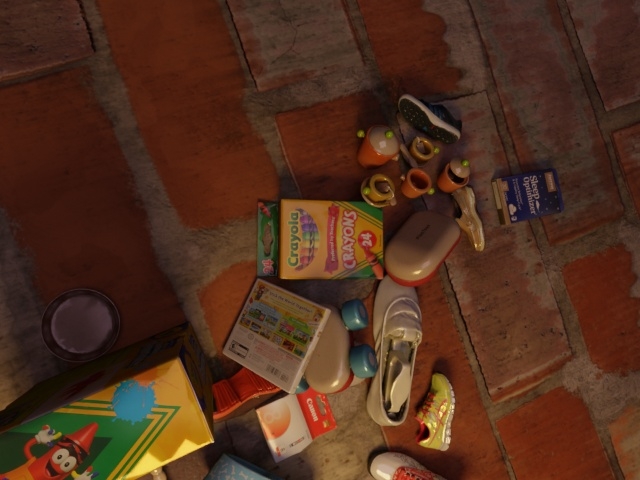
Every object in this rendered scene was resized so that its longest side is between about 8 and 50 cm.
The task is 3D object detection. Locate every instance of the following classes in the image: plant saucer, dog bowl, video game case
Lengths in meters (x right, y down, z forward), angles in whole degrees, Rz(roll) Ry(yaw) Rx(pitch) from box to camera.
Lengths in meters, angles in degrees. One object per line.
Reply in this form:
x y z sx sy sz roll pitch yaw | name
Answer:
-0.553 0.196 1.104 0.169 0.029 0.168 1 86 -13 | plant saucer
-0.126 0.592 1.117 0.297 0.166 0.074 31 69 -9 | dog bowl
-0.108 0.218 1.131 0.026 0.227 0.206 37 76 -54 | video game case

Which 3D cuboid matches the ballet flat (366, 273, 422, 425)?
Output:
0.203 0.279 1.221 0.139 0.139 0.399 9 85 -12 | ballet flat

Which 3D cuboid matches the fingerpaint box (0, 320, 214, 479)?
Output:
-0.406 0.326 0.917 0.371 0.445 0.163 -22 93 -14 | fingerpaint box

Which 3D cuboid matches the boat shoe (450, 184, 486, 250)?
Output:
0.405 -0.058 1.327 0.072 0.068 0.189 -13 80 -1 | boat shoe

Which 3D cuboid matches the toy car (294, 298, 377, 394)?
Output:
0.051 0.276 1.178 0.219 0.238 0.210 -21 61 22 | toy car

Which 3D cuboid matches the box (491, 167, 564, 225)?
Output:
0.617 -0.132 1.390 0.225 0.036 0.136 -12 90 -15 | box

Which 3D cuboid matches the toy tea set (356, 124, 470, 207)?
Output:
0.247 -0.206 1.231 0.336 0.124 0.199 -9 72 -25 | toy tea set

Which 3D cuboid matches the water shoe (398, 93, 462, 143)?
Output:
0.304 -0.347 1.322 0.203 0.073 0.080 33 58 -13 | water shoe

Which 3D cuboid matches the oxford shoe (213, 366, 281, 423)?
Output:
-0.167 0.361 1.165 0.272 0.098 0.097 -18 53 -26 | oxford shoe

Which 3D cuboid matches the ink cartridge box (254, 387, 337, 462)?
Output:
-0.058 0.451 1.196 0.179 0.045 0.145 -20 92 -11 | ink cartridge box

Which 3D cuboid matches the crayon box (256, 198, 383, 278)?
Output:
0.000 0.000 1.216 0.319 0.081 0.202 0 87 -13 | crayon box

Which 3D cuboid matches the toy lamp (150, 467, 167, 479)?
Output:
-0.345 0.612 1.105 0.080 0.080 0.274 -21 90 -13 | toy lamp

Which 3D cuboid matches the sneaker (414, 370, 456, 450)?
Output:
0.297 0.452 1.259 0.094 0.081 0.208 5 86 -11 | sneaker

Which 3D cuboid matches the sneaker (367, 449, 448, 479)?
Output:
0.259 0.626 1.206 0.270 0.145 0.090 29 81 -10 | sneaker

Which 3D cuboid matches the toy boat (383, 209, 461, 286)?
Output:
0.268 0.038 1.254 0.231 0.151 0.151 -45 139 -30 | toy boat
